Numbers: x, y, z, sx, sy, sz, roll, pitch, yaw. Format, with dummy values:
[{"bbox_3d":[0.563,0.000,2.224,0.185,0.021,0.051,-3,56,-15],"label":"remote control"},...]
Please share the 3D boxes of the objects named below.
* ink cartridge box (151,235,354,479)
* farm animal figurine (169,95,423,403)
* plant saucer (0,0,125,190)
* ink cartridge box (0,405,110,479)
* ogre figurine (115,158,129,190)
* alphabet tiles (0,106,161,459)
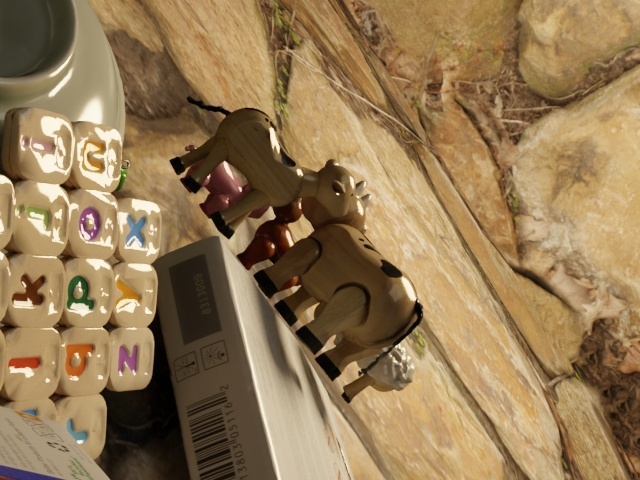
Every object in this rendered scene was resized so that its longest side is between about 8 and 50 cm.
[{"bbox_3d":[-0.047,0.220,1.305,0.385,0.091,0.308,60,10,-54],"label":"ink cartridge box"},{"bbox_3d":[0.000,0.000,1.374,0.327,0.172,0.330,52,-4,21],"label":"farm animal figurine"},{"bbox_3d":[-0.316,-0.189,1.014,0.400,0.100,0.400,27,44,-29],"label":"plant saucer"},{"bbox_3d":[-0.244,0.134,0.657,0.307,0.072,0.303,20,3,-31],"label":"ink cartridge box"},{"bbox_3d":[-0.278,-0.111,1.158,0.118,0.097,0.197,1,52,-58],"label":"ogre figurine"},{"bbox_3d":[-0.214,0.041,0.992,0.278,0.021,0.284,7,86,-65],"label":"alphabet tiles"}]
